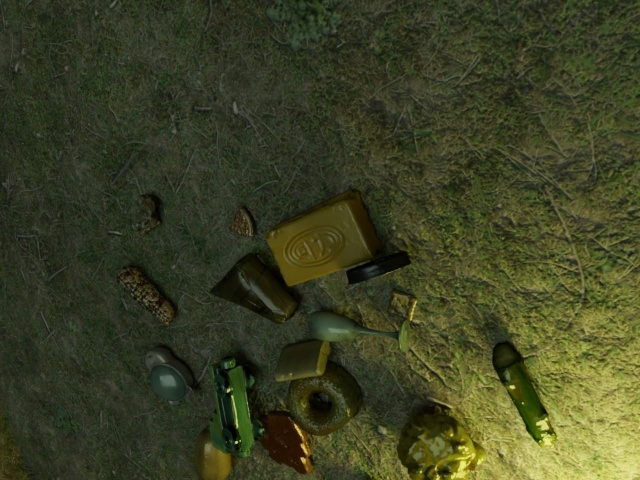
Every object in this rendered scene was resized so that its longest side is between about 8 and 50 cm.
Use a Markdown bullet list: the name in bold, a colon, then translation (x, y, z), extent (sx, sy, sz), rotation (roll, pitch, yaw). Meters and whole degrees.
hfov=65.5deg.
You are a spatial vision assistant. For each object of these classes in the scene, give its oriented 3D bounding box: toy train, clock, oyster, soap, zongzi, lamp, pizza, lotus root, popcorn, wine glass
- **toy train**: translation (-0.331, 0.596, 1.820), extent (0.237, 0.150, 0.369), rotation (-3, 96, 53)
- **clock**: translation (0.159, 0.075, 1.381), extent (0.184, 0.184, 0.040), rotation (-20, 87, 30)
- **oyster**: translation (-0.623, -0.083, 1.783), extent (0.105, 0.056, 0.177), rotation (34, 119, 25)
- **soap**: translation (-0.001, 0.000, 1.481), extent (0.324, 0.096, 0.204), rotation (-22, 98, 31)
- **zongzi**: translation (-0.231, 0.205, 1.664), extent (0.260, 0.123, 0.289), rotation (47, 131, 1)
- **lamp**: translation (-0.612, 0.539, 1.970), extent (0.179, 0.108, 0.246), rotation (-32, 91, 27)
- **pizza**: translation (-0.252, -0.065, 1.625), extent (0.100, 0.029, 0.099), rotation (12, 105, 20)
- **lotus root**: translation (-0.429, 0.865, 1.981), extent (0.146, 0.131, 0.304), rotation (13, 113, 23)
- **popcorn**: translation (0.359, 0.627, 1.495), extent (0.265, 0.192, 0.233), rotation (14, 99, -4)
- **wine glass**: translation (0.125, 0.353, 1.549), extent (0.309, 0.096, 0.265), rotation (1, 112, 28)

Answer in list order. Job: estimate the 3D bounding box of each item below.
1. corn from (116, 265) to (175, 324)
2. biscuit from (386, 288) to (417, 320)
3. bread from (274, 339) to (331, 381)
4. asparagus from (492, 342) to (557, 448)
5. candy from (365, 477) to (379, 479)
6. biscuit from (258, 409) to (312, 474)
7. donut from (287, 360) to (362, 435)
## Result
- **corn**: translation (-0.658, 0.204, 1.886), extent (0.280, 0.092, 0.092), rotation (41, 120, 3)
- **biscuit**: translation (0.242, 0.193, 1.476), extent (0.081, 0.018, 0.083), rotation (19, 116, 18)
- **bread**: translation (-0.059, 0.396, 1.636), extent (0.178, 0.140, 0.060), rotation (-16, 126, 31)
- **asparagus**: translation (0.569, 0.445, 1.371), extent (0.082, 0.085, 0.343), rotation (-26, 93, 7)
- **candy**: translation (0.174, 0.970, 1.765), extent (0.092, 0.092, 0.336), rotation (-2, 121, -12)
- **biscuit**: translation (-0.129, 0.715, 1.810), extent (0.283, 0.043, 0.306), rotation (32, 130, 18)
- **donut**: translation (0.001, 0.537, 1.669), extent (0.271, 0.107, 0.272), rotation (8, 110, 22)
